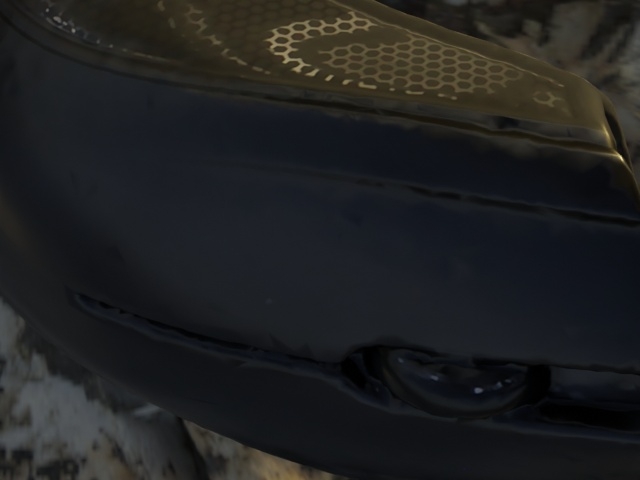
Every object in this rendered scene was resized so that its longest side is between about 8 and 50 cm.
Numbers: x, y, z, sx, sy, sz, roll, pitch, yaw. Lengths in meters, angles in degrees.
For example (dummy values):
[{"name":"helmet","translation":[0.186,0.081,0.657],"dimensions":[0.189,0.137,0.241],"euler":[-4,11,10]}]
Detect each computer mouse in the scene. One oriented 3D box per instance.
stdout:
[{"name":"computer mouse","translation":[0.000,0.000,0.377],"dimensions":[0.072,0.272,0.188],"euler":[-47,144,-32]}]
